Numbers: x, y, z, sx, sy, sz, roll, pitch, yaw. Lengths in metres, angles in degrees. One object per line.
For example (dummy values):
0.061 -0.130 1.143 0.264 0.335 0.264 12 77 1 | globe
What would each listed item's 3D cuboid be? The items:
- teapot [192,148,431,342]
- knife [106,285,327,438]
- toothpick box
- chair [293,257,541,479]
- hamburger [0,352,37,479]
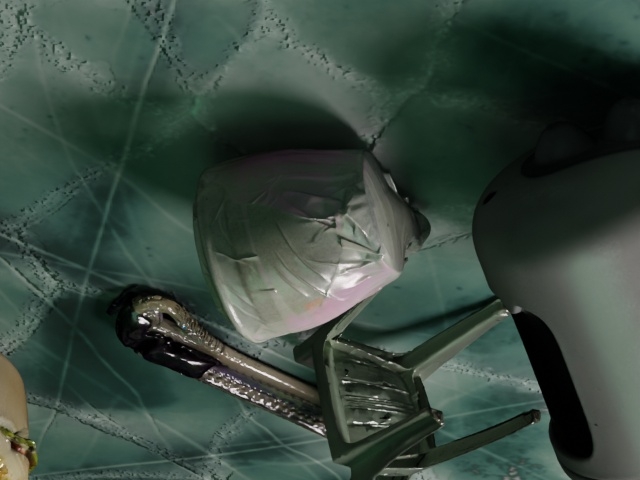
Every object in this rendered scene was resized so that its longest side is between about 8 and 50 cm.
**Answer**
0.000 0.011 1.683 0.178 0.163 0.221 -15 142 14 | teapot
-0.076 0.147 1.999 0.365 0.043 0.089 31 139 -34 | knife
0.264 0.034 1.601 0.229 0.229 0.316 -13 113 25 | toothpick box
0.076 0.174 1.887 0.191 0.203 0.275 16 141 -36 | chair
-0.450 0.209 2.017 0.302 0.170 0.302 3 145 2 | hamburger
